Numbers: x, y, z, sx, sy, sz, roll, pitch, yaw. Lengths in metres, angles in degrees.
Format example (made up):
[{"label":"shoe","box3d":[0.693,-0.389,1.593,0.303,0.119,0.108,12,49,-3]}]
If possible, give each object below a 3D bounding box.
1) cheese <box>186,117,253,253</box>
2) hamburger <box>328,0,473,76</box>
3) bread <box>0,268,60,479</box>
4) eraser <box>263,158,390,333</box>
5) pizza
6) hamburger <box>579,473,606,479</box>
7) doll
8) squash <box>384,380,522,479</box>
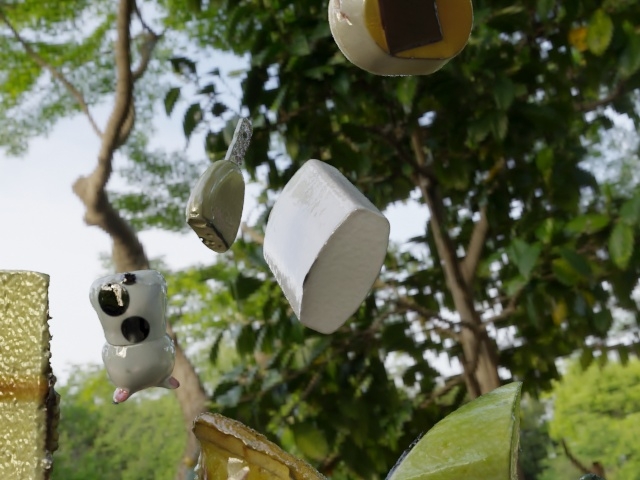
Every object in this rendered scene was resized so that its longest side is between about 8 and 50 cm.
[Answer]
[{"label":"cheese","box3d":[-0.120,-0.081,1.309,0.037,0.192,0.097,0,-35,25]},{"label":"hamburger","box3d":[0.157,-0.436,1.969,0.295,0.227,0.151,-3,3,-35]},{"label":"bread","box3d":[-0.357,0.167,1.162,0.142,0.265,0.178,3,-8,-4]},{"label":"eraser","box3d":[0.000,0.000,1.395,0.095,0.174,0.270,24,11,-21]},{"label":"pizza","box3d":[-0.084,0.335,1.279,0.204,0.188,0.081,16,24,24]},{"label":"hamburger","box3d":[0.229,0.378,0.944,0.276,0.260,0.150,-22,-22,3]},{"label":"doll","box3d":[-0.264,0.127,1.426,0.110,0.180,0.107,-10,10,-12]},{"label":"squash","box3d":[0.159,0.297,1.206,0.155,0.236,0.204,0,1,14]}]
